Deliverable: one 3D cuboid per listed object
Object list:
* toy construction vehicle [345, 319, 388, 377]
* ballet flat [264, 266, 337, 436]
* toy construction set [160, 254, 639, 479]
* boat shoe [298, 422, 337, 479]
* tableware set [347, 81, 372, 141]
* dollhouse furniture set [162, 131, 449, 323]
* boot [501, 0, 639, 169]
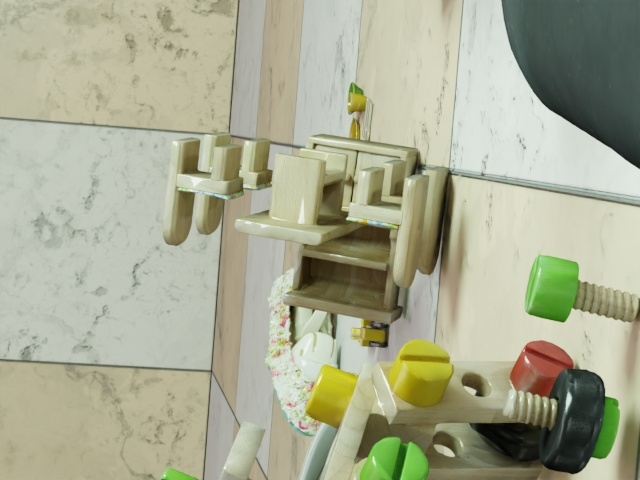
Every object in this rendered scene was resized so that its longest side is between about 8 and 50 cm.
[{"bbox_3d":[0.040,0.116,1.594,0.098,0.035,0.086,-144,58,-79],"label":"toy construction vehicle"},{"bbox_3d":[-0.017,0.114,1.830,0.077,0.091,0.241,-52,32,33],"label":"ballet flat"},{"bbox_3d":[0.020,0.163,0.955,0.309,0.237,0.258,107,176,-66],"label":"toy construction set"},{"bbox_3d":[0.028,0.273,1.363,0.103,0.118,0.320,-109,16,-67],"label":"boat shoe"},{"bbox_3d":[0.032,-0.096,1.774,0.104,0.024,0.154,-111,26,-70],"label":"tableware set"},{"bbox_3d":[0.000,0.000,1.379,0.242,0.212,0.161,-22,-60,-70],"label":"dollhouse furniture set"},{"bbox_3d":[0.146,-0.027,0.608,0.445,0.146,0.367,-120,45,-68],"label":"boot"}]
